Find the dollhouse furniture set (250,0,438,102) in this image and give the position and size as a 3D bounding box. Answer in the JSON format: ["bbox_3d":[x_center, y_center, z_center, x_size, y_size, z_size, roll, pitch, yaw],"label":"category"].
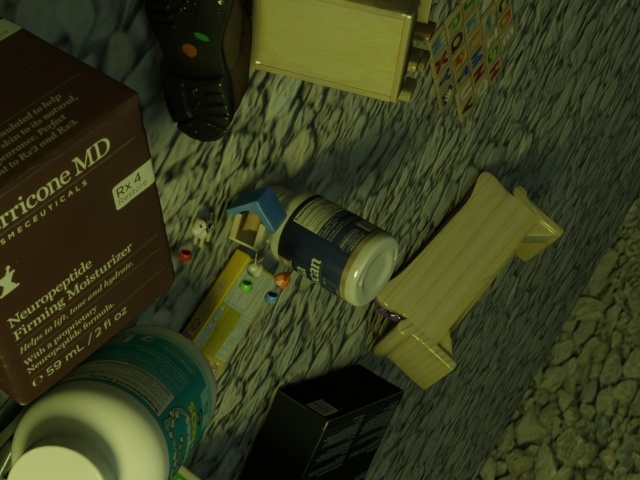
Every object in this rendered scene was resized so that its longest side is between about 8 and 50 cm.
[{"bbox_3d":[0.038,-0.263,1.093,0.242,0.161,0.212,-63,166,-51],"label":"dollhouse furniture set"}]

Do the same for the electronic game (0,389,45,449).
[{"bbox_3d":[-0.286,0.138,0.899,0.229,0.048,0.229,-52,180,0],"label":"electronic game"}]

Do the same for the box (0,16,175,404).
[{"bbox_3d":[-0.235,-0.023,0.765,0.168,0.167,0.203,-42,149,-31],"label":"box"}]

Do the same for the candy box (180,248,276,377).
[{"bbox_3d":[-0.131,0.115,1.251,0.206,0.027,0.105,-57,156,-6],"label":"candy box"}]

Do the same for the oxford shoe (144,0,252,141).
[{"bbox_3d":[-0.105,-0.210,0.929,0.096,0.082,0.227,-62,162,-45],"label":"oxford shoe"}]

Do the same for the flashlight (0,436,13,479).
[{"bbox_3d":[-0.338,0.350,1.047,0.304,0.103,0.103,-61,180,0],"label":"flashlight"}]

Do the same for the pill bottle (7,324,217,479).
[{"bbox_3d":[-0.199,0.185,0.976,0.264,0.146,0.146,-53,166,-74],"label":"pill bottle"}]

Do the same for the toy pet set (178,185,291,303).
[{"bbox_3d":[-0.077,-0.007,1.127,0.114,0.122,0.065,-55,168,-54],"label":"toy pet set"}]

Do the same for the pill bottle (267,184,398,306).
[{"bbox_3d":[0.000,0.000,1.204,0.094,0.169,0.094,-41,147,-34],"label":"pill bottle"}]

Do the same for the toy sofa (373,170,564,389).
[{"bbox_3d":[0.235,0.063,1.750,0.362,0.177,0.150,-47,176,-25],"label":"toy sofa"}]

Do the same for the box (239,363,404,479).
[{"bbox_3d":[0.005,0.315,1.614,0.261,0.103,0.184,-4,118,-60],"label":"box"}]

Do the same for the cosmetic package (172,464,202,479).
[{"bbox_3d":[-0.115,0.463,1.253,0.197,0.365,0.155,-44,150,-30],"label":"cosmetic package"}]

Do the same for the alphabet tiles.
[{"bbox_3d":[0.228,-0.285,1.502,0.198,0.009,0.237,-52,153,-16],"label":"alphabet tiles"}]
